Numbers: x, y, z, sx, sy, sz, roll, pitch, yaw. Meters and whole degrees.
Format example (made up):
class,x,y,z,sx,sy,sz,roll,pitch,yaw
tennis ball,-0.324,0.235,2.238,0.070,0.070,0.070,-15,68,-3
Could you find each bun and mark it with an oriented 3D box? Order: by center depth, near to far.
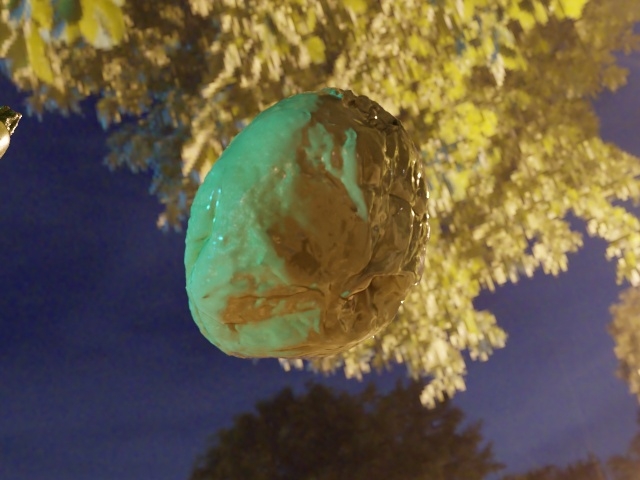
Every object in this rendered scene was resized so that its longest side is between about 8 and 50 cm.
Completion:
class,x,y,z,sx,sy,sz,roll,pitch,yaw
bun,0.000,0.000,0.836,0.220,0.134,0.220,-35,-35,-30

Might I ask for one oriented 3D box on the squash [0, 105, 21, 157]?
class,x,y,z,sx,sy,sz,roll,pitch,yaw
squash,-0.407,-0.109,1.301,0.094,0.094,0.224,-30,10,26
